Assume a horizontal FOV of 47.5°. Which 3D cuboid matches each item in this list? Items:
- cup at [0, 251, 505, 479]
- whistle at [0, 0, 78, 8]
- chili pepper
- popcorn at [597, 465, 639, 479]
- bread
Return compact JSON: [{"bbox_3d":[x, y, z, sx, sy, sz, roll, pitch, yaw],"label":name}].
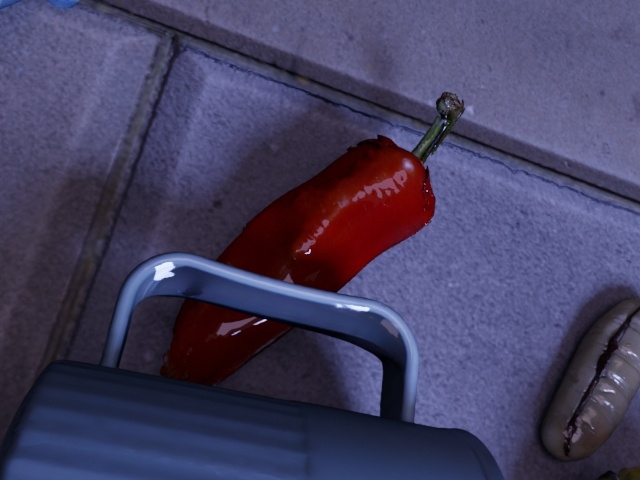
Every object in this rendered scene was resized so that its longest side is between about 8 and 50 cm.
[{"bbox_3d":[-0.056,0.197,0.490,0.311,0.257,0.331,14,94,-11],"label":"cup"},{"bbox_3d":[-0.284,-0.289,0.674,0.180,0.093,0.269,39,63,-30],"label":"whistle"},{"bbox_3d":[0.000,0.000,0.671,0.387,0.110,0.110,-39,88,-19],"label":"chili pepper"},{"bbox_3d":[0.286,0.282,0.636,0.170,0.180,0.180,42,66,-7],"label":"popcorn"},{"bbox_3d":[0.297,0.135,0.749,0.073,0.053,0.214,41,66,2],"label":"bread"}]
